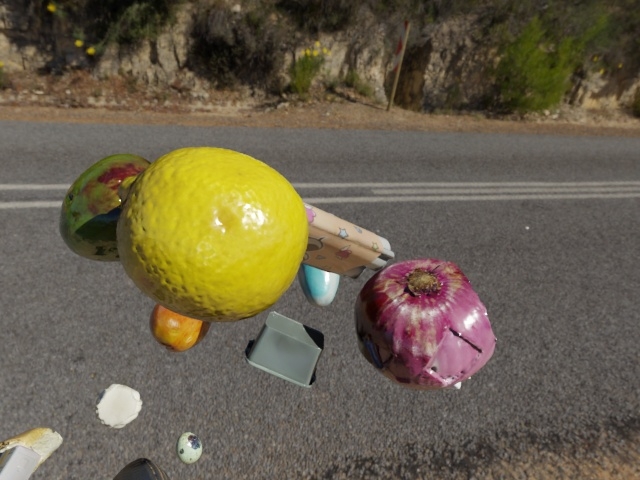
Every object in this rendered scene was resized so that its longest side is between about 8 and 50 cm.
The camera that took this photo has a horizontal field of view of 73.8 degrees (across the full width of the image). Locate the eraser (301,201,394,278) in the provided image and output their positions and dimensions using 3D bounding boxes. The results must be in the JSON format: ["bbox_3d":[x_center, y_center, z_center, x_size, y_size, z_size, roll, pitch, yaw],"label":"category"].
[{"bbox_3d":[0.000,0.000,0.915,0.291,0.171,0.087,21,60,-36],"label":"eraser"}]

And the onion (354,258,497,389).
[{"bbox_3d":[0.140,0.124,0.650,0.201,0.200,0.207,-2,60,-21],"label":"onion"}]

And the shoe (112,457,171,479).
[{"bbox_3d":[-0.369,0.718,1.039,0.171,0.237,0.384,-46,41,-15],"label":"shoe"}]

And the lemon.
[{"bbox_3d":[-0.144,-0.009,0.567,0.254,0.228,0.228,13,26,-17],"label":"lemon"}]

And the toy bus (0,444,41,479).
[{"bbox_3d":[-0.522,0.419,0.673,0.057,0.072,0.172,48,26,-26],"label":"toy bus"}]

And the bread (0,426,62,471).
[{"bbox_3d":[-0.575,0.408,0.805,0.125,0.082,0.106,-33,7,-10],"label":"bread"}]

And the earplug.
[{"bbox_3d":[-0.010,0.081,1.459,0.185,0.185,0.323,4,55,-11],"label":"earplug"}]

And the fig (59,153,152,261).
[{"bbox_3d":[-0.331,-0.045,0.714,0.191,0.181,0.181,-30,40,-11],"label":"fig"}]

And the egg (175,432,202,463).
[{"bbox_3d":[-0.448,0.704,1.449,0.085,0.110,0.085,-7,15,2],"label":"egg"}]

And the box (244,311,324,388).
[{"bbox_3d":[-0.052,0.170,0.680,0.123,0.069,0.084,24,9,-4],"label":"box"}]

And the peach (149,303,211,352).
[{"bbox_3d":[-0.569,0.323,1.775,0.238,0.281,0.281,43,4,-40],"label":"peach"}]

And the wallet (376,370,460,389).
[{"bbox_3d":[0.180,0.206,0.799,0.183,0.124,0.032,-6,-20,44],"label":"wallet"}]

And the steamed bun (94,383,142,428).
[{"bbox_3d":[-0.847,0.697,1.790,0.183,0.106,0.182,4,67,-9],"label":"steamed bun"}]
